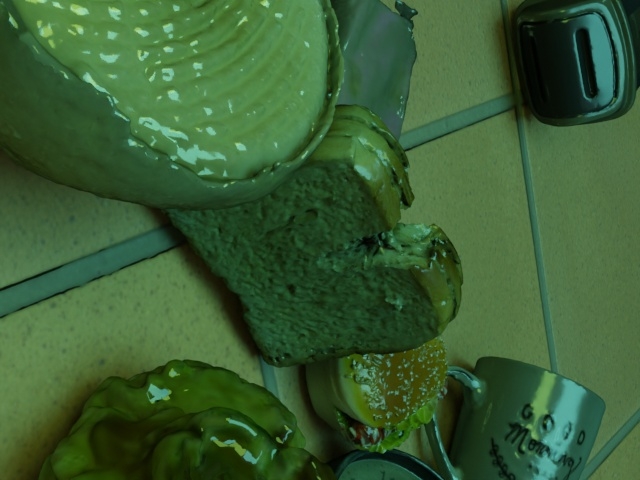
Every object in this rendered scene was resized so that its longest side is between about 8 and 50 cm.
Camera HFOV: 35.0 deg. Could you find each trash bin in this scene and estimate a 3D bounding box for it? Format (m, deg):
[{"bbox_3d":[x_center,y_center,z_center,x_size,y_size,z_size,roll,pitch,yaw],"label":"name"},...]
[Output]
[{"bbox_3d":[0.419,-0.304,1.596,0.290,0.182,0.210,-37,117,-51],"label":"trash bin"}]

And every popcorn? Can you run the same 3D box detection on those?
[{"bbox_3d":[-0.119,0.232,0.883,0.258,0.270,0.224,-114,-169,-70],"label":"popcorn"}]

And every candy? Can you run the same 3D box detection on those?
[{"bbox_3d":[-0.001,-0.167,1.069,0.137,0.184,0.195,33,65,-51],"label":"candy"}]

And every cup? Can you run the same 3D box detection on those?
[{"bbox_3d":[0.234,0.283,1.385,0.258,0.186,0.234,29,73,-15],"label":"cup"}]

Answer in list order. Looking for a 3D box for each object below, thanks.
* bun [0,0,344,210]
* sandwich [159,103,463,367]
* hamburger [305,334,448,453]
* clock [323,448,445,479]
[{"bbox_3d":[-0.161,-0.181,0.845,0.364,0.202,0.365,20,58,-36],"label":"bun"},{"bbox_3d":[0.000,0.001,1.013,0.273,0.248,0.095,59,35,-33],"label":"sandwich"},{"bbox_3d":[0.075,0.153,1.210,0.210,0.116,0.173,-20,102,-49],"label":"hamburger"},{"bbox_3d":[0.093,0.367,1.166,0.280,0.055,0.281,29,39,-27],"label":"clock"}]
